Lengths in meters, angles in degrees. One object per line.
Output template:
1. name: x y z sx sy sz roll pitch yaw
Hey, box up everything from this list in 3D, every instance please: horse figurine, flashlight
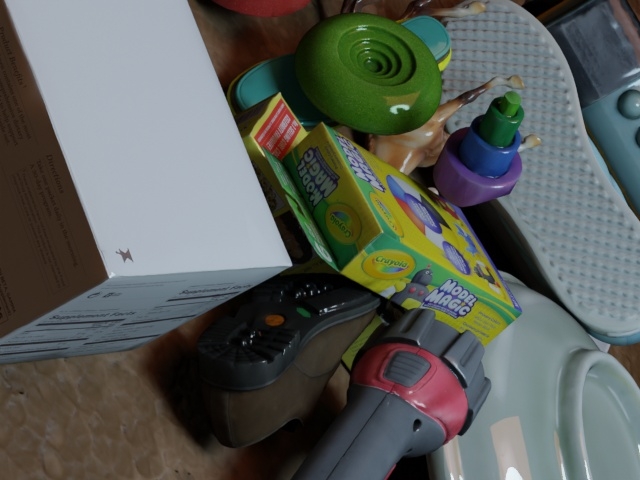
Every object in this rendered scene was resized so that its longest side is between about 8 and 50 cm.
1. horse figurine: 0.085 -0.149 1.713 0.066 0.174 0.263 88 -19 -72
2. flashlight: 0.021 0.169 1.323 0.103 0.103 0.304 53 43 -13

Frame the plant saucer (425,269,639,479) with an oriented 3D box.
1. plant saucer: 0.220 0.206 1.594 0.400 0.100 0.400 43 37 -45

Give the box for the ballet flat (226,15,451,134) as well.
1. ballet flat: 0.013 -0.128 1.604 0.231 0.077 0.077 -23 77 -30

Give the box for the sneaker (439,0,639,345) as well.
1. sneaker: 0.209 -0.055 1.780 0.150 0.135 0.366 67 1 -71

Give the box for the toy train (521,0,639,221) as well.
1. toy train: 0.306 -0.110 1.881 0.334 0.142 0.190 61 0 -5

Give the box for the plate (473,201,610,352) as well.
1. plate: 0.228 -0.039 1.935 0.277 0.045 0.278 55 29 -11

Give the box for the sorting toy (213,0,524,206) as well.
1. sorting toy: 0.038 -0.187 1.519 0.127 0.126 0.365 -30 66 -36

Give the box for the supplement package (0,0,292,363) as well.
1. supplement package: -0.168 -0.069 1.201 0.204 0.145 0.262 -2 68 -59

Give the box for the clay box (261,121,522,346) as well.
1. clay box: 0.056 -0.007 1.455 0.222 0.053 0.127 30 24 -46

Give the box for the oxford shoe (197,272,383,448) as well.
1. oxford shoe: -0.024 0.086 1.380 0.227 0.083 0.096 -32 129 -54

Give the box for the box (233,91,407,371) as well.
1. box: 0.000 0.000 1.508 0.232 0.058 0.087 54 30 -14
